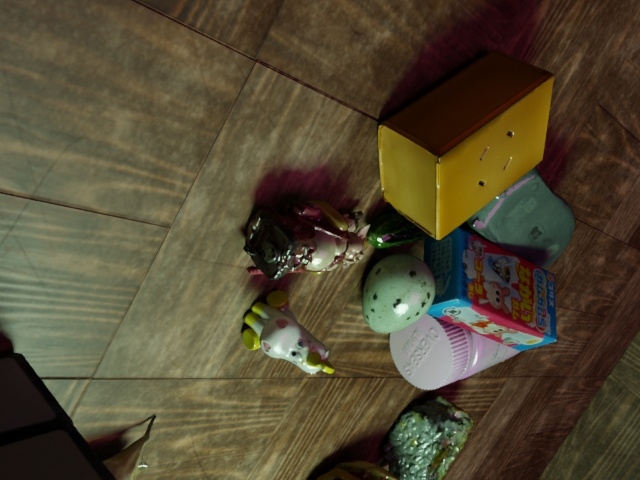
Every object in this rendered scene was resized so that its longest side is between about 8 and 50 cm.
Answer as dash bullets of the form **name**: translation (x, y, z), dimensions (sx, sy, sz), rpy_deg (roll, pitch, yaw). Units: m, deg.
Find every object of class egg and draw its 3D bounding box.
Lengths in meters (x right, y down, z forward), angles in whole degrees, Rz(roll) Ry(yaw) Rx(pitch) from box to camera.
- **egg**: translation (0.141, 0.101, 1.445), dimensions (0.131, 0.131, 0.164), rpy_deg (-10, 141, -44)

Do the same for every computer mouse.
- **computer mouse**: translation (0.401, -0.053, 1.612), dimensions (0.188, 0.122, 0.371), rpy_deg (-47, 142, 5)

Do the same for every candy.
- **candy**: translation (0.340, 0.102, 1.553), dimensions (0.306, 0.100, 0.157), rpy_deg (24, 58, -33)

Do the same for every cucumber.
- **cucumber**: translation (0.172, -0.034, 1.411), dimensions (0.241, 0.074, 0.074), rpy_deg (-18, 133, -36)

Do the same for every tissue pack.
- **tissue pack**: translation (0.242, -0.165, 1.311), dimensions (0.274, 0.145, 0.194), rpy_deg (-35, 140, -23)

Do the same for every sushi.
- **sushi**: translation (0.255, 0.515, 1.930), dimensions (0.184, 0.139, 0.274), rpy_deg (16, 101, -52)

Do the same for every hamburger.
- **hamburger**: translation (0.083, 0.613, 1.758), dimensions (0.163, 0.244, 0.244), rpy_deg (-34, 147, -60)

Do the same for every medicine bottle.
- **medicine bottle**: translation (0.303, 0.200, 1.672), dimensions (0.291, 0.178, 0.178), rpy_deg (-13, 130, -42)

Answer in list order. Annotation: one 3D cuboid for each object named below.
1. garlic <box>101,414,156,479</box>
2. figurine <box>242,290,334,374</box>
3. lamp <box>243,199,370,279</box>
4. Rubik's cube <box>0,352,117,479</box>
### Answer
- **garlic**: translation (-0.362, 0.438, 1.189), dimensions (0.196, 0.151, 0.338), rpy_deg (-29, 140, -74)
- **figurine**: translation (-0.046, 0.158, 1.243), dimensions (0.129, 0.178, 0.109), rpy_deg (42, 81, -28)
- **lamp**: translation (0.000, 0.000, 1.206), dimensions (0.253, 0.118, 0.118), rpy_deg (-1, 121, -47)
- **Rubik's cube**: translation (-0.428, 0.348, 0.843), dimensions (0.316, 0.313, 0.318), rpy_deg (-7, 124, -46)
